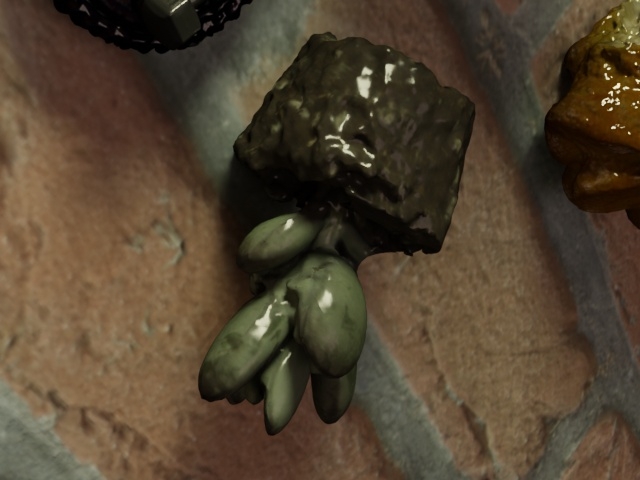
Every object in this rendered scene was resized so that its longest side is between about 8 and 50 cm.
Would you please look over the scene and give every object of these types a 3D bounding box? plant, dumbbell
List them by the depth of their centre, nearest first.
[{"bbox_3d":[-0.068,-0.150,0.699,0.083,0.036,0.040,-43,132,-20],"label":"dumbbell"},{"bbox_3d":[-0.001,-0.002,0.830,0.146,0.149,0.275,19,92,-27],"label":"plant"}]

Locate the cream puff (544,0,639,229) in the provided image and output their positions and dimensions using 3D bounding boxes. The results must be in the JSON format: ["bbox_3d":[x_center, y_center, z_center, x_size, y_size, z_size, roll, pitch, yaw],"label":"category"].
[{"bbox_3d":[0.326,-0.131,1.080,0.241,0.155,0.269,30,93,-41],"label":"cream puff"}]

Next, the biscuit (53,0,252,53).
[{"bbox_3d":[-0.096,-0.207,0.713,0.194,0.053,0.195,-19,120,-36],"label":"biscuit"}]
